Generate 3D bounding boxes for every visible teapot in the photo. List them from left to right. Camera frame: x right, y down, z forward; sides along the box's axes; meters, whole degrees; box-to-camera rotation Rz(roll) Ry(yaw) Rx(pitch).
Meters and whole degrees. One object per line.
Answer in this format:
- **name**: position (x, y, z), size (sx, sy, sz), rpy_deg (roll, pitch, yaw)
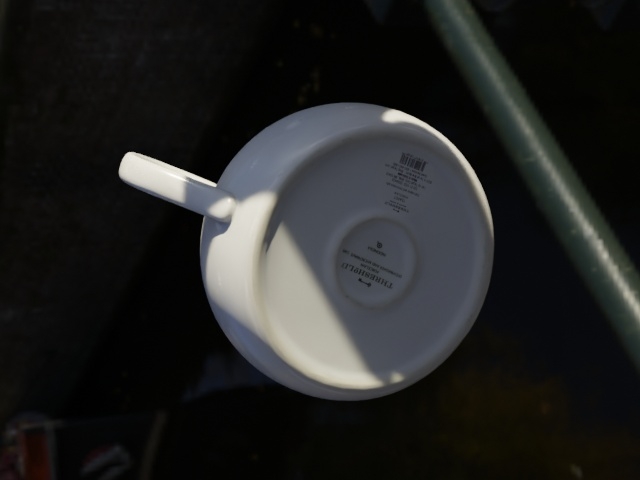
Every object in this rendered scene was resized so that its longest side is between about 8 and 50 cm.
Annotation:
- **teapot**: position (0.000, 0.000, 1.065), size (0.187, 0.252, 0.256), rpy_deg (24, 138, 63)
